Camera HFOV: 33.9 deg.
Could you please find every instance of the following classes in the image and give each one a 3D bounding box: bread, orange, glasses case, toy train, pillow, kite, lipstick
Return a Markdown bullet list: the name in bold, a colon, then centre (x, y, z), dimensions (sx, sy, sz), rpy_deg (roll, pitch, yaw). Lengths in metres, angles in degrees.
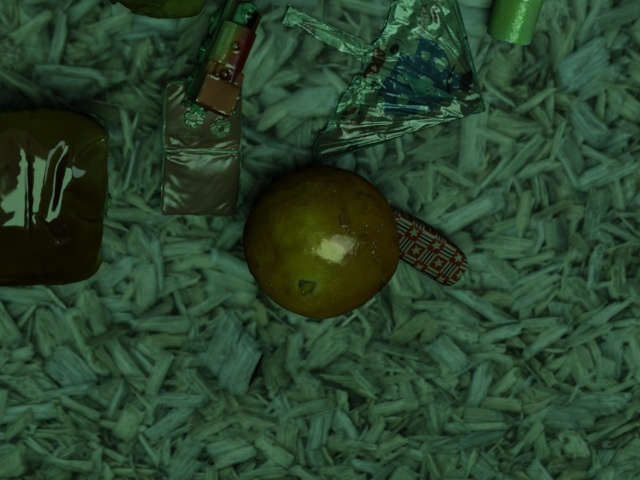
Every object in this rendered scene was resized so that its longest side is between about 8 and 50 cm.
- **bread**: centre (-0.421, -0.069, 1.470), dimensions (0.250, 0.225, 0.279), rpy_deg (1, 114, -14)
- **orange**: centre (0.000, 0.000, 1.600), dimensions (0.240, 0.240, 0.240), rpy_deg (-5, 120, -9)
- **glasses case**: centre (0.162, 0.005, 1.737), dimensions (0.194, 0.049, 0.073), rpy_deg (31, 107, -25)
- **toy train**: centre (-0.131, -0.257, 1.470), dimensions (0.074, 0.118, 0.175), rpy_deg (24, 88, -21)
- **pillow**: centre (-0.179, -0.139, 1.588), dimensions (0.126, 0.043, 0.232), rpy_deg (-3, 119, -14)
- **kite**: centre (0.104, -0.264, 1.594), dimensions (0.368, 0.014, 0.406), rpy_deg (21, 112, -22)
- **lipstick**: centre (0.311, -0.436, 1.508), dimensions (0.076, 0.076, 0.304), rpy_deg (6, 117, -15)

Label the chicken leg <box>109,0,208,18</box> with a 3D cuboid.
- **chicken leg**: centre (-0.122, -0.404, 1.343), dimensions (0.429, 0.153, 0.201), rpy_deg (-17, 93, -9)
